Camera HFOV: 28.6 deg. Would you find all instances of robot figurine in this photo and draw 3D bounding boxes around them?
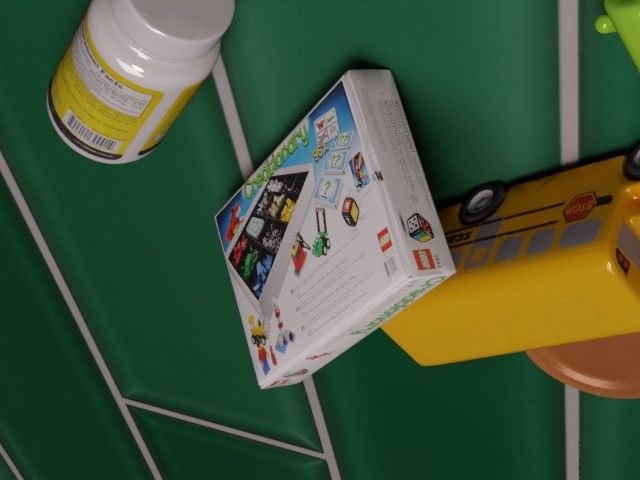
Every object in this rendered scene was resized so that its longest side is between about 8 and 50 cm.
[{"bbox_3d":[0.244,-0.156,0.886,0.115,0.067,0.101,52,166,-32],"label":"robot figurine"}]

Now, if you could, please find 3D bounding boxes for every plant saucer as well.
[{"bbox_3d":[0.274,0.094,1.224,0.200,0.037,0.200,18,144,14],"label":"plant saucer"}]

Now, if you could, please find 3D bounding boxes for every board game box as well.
[{"bbox_3d":[0.000,0.000,1.161,0.053,0.193,0.305,-5,160,-30],"label":"board game box"}]

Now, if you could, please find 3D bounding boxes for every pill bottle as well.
[{"bbox_3d":[-0.158,-0.163,1.102,0.119,0.119,0.208,34,145,-10],"label":"pill bottle"}]

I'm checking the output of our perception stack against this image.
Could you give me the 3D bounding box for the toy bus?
[{"bbox_3d":[0.205,0.016,1.082,0.333,0.130,0.108,-16,128,45],"label":"toy bus"}]
